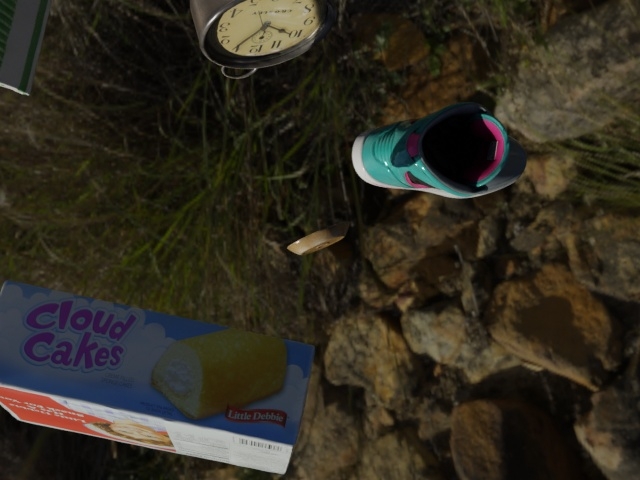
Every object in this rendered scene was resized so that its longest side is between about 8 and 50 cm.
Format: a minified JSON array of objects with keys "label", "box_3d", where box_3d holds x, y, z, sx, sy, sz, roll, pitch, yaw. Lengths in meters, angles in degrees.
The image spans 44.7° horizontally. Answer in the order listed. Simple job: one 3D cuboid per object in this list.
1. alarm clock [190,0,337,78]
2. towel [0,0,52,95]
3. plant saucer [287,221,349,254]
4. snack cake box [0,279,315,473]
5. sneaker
[{"label":"alarm clock","box_3d":[-0.060,-0.209,0.734,0.129,0.064,0.192,-10,161,-23]},{"label":"towel","box_3d":[-0.340,-0.274,0.634,0.038,0.248,0.325,15,-179,27]},{"label":"plant saucer","box_3d":[0.000,0.000,0.959,0.083,0.015,0.083,-22,174,-3]},{"label":"snack cake box","box_3d":[-0.145,0.127,0.686,0.264,0.089,0.152,12,156,-1]},{"label":"sneaker","box_3d":[0.212,-0.121,1.073,0.295,0.124,0.178,-3,-177,-29]}]
